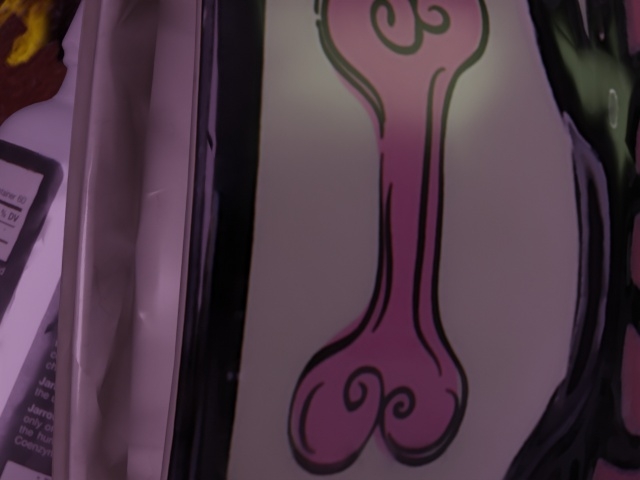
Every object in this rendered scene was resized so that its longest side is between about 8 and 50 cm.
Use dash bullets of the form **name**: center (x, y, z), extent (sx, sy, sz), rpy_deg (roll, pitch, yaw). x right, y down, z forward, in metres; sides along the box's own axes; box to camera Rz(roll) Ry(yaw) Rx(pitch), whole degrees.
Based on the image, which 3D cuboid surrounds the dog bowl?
- **dog bowl**: center (0.000, 0.000, 0.570), extent (0.408, 0.150, 0.408), rpy_deg (-177, 90, -78)

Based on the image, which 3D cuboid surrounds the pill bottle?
- **pill bottle**: center (-0.108, 0.029, 0.836), extent (0.162, 0.162, 0.278), rpy_deg (21, 86, 36)
